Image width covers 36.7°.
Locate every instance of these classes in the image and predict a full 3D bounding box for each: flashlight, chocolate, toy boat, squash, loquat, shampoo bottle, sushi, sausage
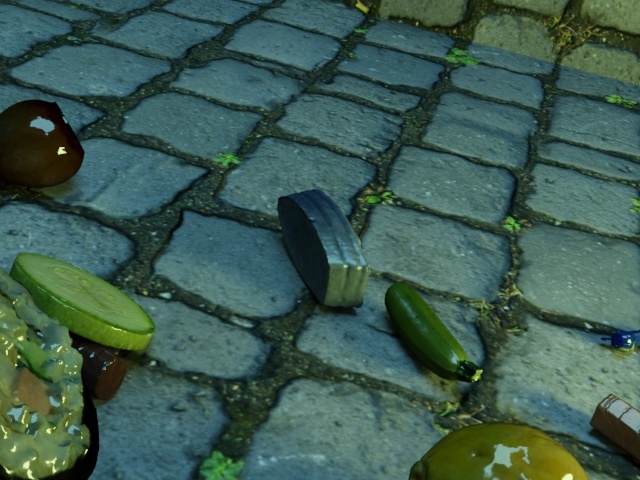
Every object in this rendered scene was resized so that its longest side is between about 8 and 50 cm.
[{"bbox_3d":[0.526,0.167,1.616,0.121,0.035,0.057,-4,8,-34],"label":"flashlight"},{"bbox_3d":[-0.510,-0.163,1.703,0.176,0.177,0.177,9,29,-5],"label":"chocolate"},{"bbox_3d":[0.000,0.000,1.616,0.078,0.127,0.283,-7,36,-20],"label":"toy boat"},{"bbox_3d":[0.163,0.147,1.477,0.066,0.066,0.252,-2,31,-24],"label":"squash"},{"bbox_3d":[0.210,0.300,1.106,0.234,0.187,0.176,17,61,-10],"label":"loquat"},{"bbox_3d":[-0.363,0.132,1.301,0.236,0.067,0.068,26,18,25],"label":"shampoo bottle"},{"bbox_3d":[-0.433,0.181,1.009,0.328,0.285,0.328,40,16,-38],"label":"sushi"},{"bbox_3d":[0.463,0.284,1.350,0.065,0.065,0.169,-15,40,-40],"label":"sausage"},{"bbox_3d":[-0.327,0.083,1.341,0.219,0.041,0.219,27,7,-3],"label":"squash"}]
